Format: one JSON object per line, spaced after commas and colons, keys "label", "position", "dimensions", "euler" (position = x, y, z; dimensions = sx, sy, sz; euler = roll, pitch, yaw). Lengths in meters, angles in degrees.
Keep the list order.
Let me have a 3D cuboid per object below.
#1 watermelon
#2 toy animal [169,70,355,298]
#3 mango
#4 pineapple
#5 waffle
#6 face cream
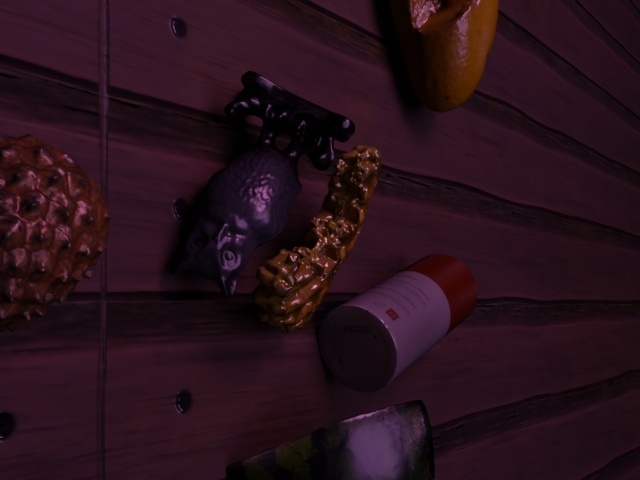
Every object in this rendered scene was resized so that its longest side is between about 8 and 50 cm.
{"label": "watermelon", "position": [0.010, 0.229, 0.705], "dimensions": [0.145, 0.137, 0.192], "euler": [9, 99, -54]}
{"label": "toy animal", "position": [-0.069, -0.043, 0.701], "dimensions": [0.210, 0.121, 0.117], "euler": [-59, 177, -19]}
{"label": "mango", "position": [0.161, -0.301, 0.996], "dimensions": [0.167, 0.130, 0.261], "euler": [-21, 107, -51]}
{"label": "pineapple", "position": [-0.238, 0.044, 0.407], "dimensions": [0.130, 0.119, 0.277], "euler": [40, 44, -6]}
{"label": "waffle", "position": [0.003, 0.002, 0.725], "dimensions": [0.194, 0.051, 0.149], "euler": [-58, 170, -16]}
{"label": "face cream", "position": [0.095, 0.086, 0.868], "dimensions": [0.214, 0.096, 0.095], "euler": [-24, 104, -53]}
